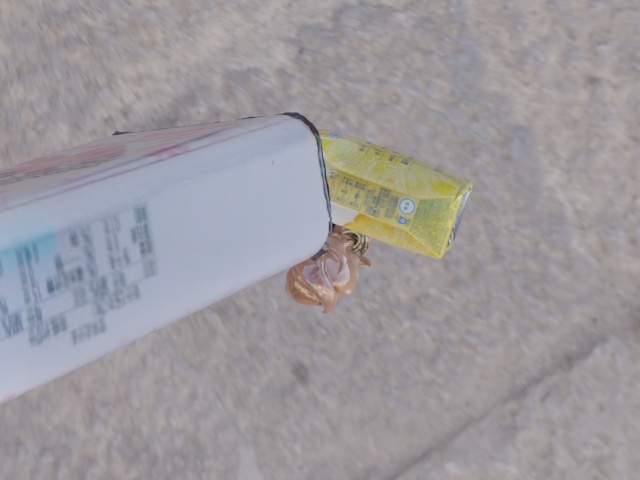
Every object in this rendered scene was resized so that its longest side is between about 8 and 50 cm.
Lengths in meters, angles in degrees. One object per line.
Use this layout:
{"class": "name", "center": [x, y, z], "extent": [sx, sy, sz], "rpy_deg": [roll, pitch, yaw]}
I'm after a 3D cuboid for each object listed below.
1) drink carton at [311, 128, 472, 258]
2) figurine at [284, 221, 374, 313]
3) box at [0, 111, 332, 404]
{"class": "drink carton", "center": [0.024, -0.050, 1.363], "extent": [0.200, 0.084, 0.075], "rpy_deg": [21, 106, 8]}
{"class": "figurine", "center": [0.006, 0.001, 1.522], "extent": [0.114, 0.157, 0.126], "rpy_deg": [22, 122, -41]}
{"class": "box", "center": [-0.155, 0.009, 0.942], "extent": [0.190, 0.369, 0.112], "rpy_deg": [-3, 101, 31]}
